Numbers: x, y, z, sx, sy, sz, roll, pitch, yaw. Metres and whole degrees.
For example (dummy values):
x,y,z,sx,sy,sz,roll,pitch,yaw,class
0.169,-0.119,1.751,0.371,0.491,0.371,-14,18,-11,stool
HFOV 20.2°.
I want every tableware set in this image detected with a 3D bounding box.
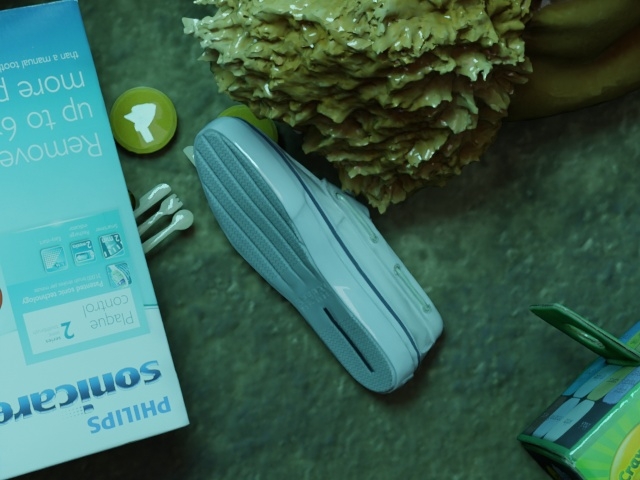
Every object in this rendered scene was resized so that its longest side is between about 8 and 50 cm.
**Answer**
x,y,z,sx,sy,sz,roll,pitch,yaw,class
-0.098,-0.070,1.274,0.154,0.024,0.104,-39,87,-4,tableware set

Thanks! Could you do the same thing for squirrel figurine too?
x,y,z,sx,sy,sz,roll,pitch,yaw,class
0.119,-0.186,1.118,0.397,0.370,0.281,-43,91,-5,squirrel figurine

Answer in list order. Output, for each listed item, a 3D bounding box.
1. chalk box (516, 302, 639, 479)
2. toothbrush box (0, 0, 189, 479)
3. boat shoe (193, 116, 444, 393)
x,y,z,sx,sy,sz,roll,pitch,yaw,class
0.260,0.136,1.208,0.179,0.180,0.289,-42,92,-5,chalk box
-0.238,0.012,1.175,0.216,0.126,0.295,-13,88,-27,toothbrush box
0.000,0.000,1.251,0.076,0.083,0.226,-43,105,-36,boat shoe
